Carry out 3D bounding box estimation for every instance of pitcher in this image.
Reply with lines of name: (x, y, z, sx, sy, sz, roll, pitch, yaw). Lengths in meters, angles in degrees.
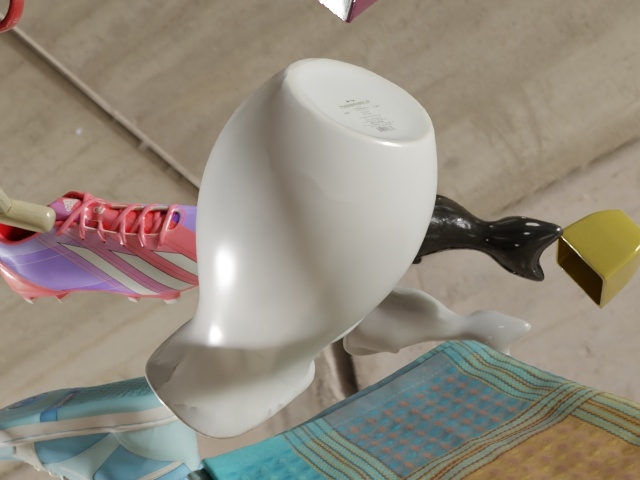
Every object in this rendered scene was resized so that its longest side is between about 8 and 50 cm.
pitcher: (0.000, 0.000, 0.620, 0.125, 0.177, 0.207, 40, -55, 23)

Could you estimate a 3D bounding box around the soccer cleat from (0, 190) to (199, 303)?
soccer cleat: (-0.170, -0.003, 0.869, 0.248, 0.095, 0.083, -6, -143, 26)

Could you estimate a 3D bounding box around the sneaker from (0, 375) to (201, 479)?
sneaker: (-0.286, 0.291, 1.306, 0.318, 0.208, 0.127, -11, -170, 22)

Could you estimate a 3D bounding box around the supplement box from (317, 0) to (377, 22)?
supplement box: (0.012, -0.227, 0.866, 0.083, 0.043, 0.055, 39, -122, 15)

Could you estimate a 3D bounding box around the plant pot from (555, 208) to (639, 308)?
plant pot: (0.332, 0.012, 1.225, 0.083, 0.081, 0.081, -35, -119, -8)

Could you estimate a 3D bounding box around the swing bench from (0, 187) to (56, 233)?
swing bench: (-0.337, 0.040, 0.636, 0.254, 0.165, 0.253, 4, -119, 12)

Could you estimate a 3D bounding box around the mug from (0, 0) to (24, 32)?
mug: (-0.360, -0.276, 1.007, 0.113, 0.150, 0.169, -132, -130, -61)

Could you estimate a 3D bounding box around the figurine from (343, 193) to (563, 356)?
figurine: (0.142, 0.049, 1.175, 0.209, 0.215, 0.092, 11, -146, 2)

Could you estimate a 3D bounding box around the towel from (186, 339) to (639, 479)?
towel: (0.100, 0.156, 0.672, 0.271, 0.040, 0.370, -22, -164, -24)
